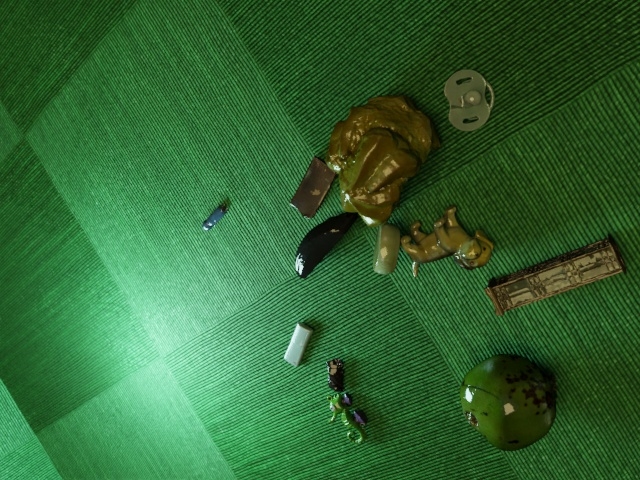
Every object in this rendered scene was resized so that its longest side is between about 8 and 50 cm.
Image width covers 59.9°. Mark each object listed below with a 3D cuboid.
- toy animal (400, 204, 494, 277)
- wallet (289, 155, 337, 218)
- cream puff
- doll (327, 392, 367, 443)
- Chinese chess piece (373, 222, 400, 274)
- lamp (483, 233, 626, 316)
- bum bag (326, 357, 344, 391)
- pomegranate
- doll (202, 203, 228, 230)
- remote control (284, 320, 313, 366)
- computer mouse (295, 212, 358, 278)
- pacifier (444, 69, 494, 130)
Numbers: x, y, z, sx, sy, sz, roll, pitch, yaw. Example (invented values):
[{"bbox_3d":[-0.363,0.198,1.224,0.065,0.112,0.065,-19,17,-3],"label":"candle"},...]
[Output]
[{"bbox_3d":[0.334,0.008,1.487,0.233,0.121,0.169,-11,110,31],"label":"toy animal"},{"bbox_3d":[-0.021,-0.155,1.657,0.095,0.026,0.176,38,116,18],"label":"wallet"},{"bbox_3d":[0.132,-0.220,1.431,0.274,0.269,0.323,37,115,18],"label":"cream puff"},{"bbox_3d":[0.087,0.578,1.804,0.115,0.050,0.190,-39,88,25],"label":"doll"},{"bbox_3d":[0.184,0.023,1.543,0.058,0.144,0.144,7,109,-1],"label":"Chinese chess piece"},{"bbox_3d":[0.584,0.091,1.401,0.325,0.089,0.090,-27,92,29],"label":"lamp"},{"bbox_3d":[0.049,0.435,1.788,0.057,0.034,0.125,3,107,15],"label":"bum bag"},{"bbox_3d":[0.505,0.416,1.459,0.270,0.254,0.254,-19,97,-4],"label":"pomegranate"},{"bbox_3d":[-0.349,-0.076,1.838,0.125,0.027,0.037,-40,86,26],"label":"doll"},{"bbox_3d":[-0.074,0.342,1.823,0.061,0.029,0.162,29,115,18],"label":"remote control"},{"bbox_3d":[0.000,0.000,1.627,0.086,0.137,0.270,41,120,-1],"label":"computer mouse"},{"bbox_3d":[0.373,-0.346,1.365,0.126,0.116,0.151,-6,99,1],"label":"pacifier"}]
